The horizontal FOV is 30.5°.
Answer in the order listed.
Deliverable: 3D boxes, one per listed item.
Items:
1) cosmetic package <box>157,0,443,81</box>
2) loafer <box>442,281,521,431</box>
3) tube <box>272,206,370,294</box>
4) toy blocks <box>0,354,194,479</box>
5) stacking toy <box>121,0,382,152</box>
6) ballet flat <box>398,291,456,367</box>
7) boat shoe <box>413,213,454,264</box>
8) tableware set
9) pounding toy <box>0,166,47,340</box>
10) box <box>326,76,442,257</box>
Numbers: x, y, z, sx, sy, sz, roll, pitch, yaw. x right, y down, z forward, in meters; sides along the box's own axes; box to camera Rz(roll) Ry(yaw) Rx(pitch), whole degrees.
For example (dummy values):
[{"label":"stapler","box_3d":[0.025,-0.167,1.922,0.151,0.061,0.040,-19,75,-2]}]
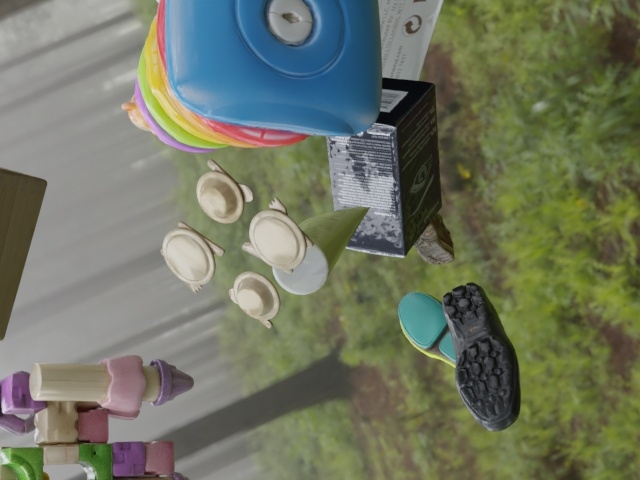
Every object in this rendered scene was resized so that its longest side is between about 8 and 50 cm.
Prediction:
[{"label":"cosmetic package","box_3d":[-0.037,-0.451,1.867,0.394,0.327,0.329,54,140,38]},{"label":"loafer","box_3d":[0.192,0.138,1.349,0.078,0.076,0.223,57,-166,-33]},{"label":"tube","box_3d":[0.000,0.000,1.336,0.070,0.062,0.240,25,-163,2]},{"label":"toy blocks","box_3d":[-0.259,0.290,1.422,0.309,0.260,0.289,-22,68,56]},{"label":"stacking toy","box_3d":[-0.093,-0.135,0.967,0.302,0.175,0.166,-18,70,59]},{"label":"ballet flat","box_3d":[0.192,0.150,1.710,0.077,0.077,0.231,41,178,-34]},{"label":"boat shoe","box_3d":[0.172,-0.022,1.949,0.178,0.064,0.060,45,-139,-51]},{"label":"tableware set","box_3d":[-0.085,0.007,1.166,0.141,0.020,0.169,37,129,10]},{"label":"pounding toy","box_3d":[-0.274,0.001,0.746,0.100,0.141,0.130,16,-90,-65]},{"label":"box","box_3d":[0.092,-0.104,1.648,0.153,0.108,0.207,-49,-39,-50]}]
